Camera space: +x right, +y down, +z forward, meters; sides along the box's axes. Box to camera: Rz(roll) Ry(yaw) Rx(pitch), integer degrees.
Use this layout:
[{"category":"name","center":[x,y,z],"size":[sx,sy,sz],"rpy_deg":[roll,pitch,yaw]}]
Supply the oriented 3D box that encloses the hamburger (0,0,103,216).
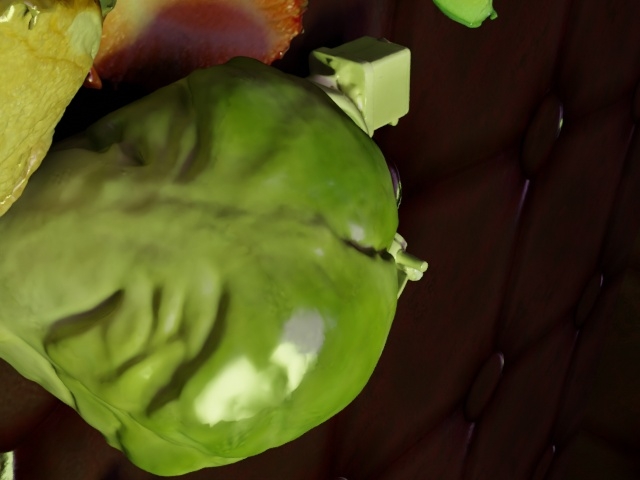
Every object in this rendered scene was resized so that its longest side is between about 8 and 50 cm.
[{"category":"hamburger","center":[-0.220,-0.076,0.438],"size":[0.286,0.146,0.243],"rpy_deg":[-50,-171,31]}]

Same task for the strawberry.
[{"category":"strawberry","center":[-0.110,-0.199,0.647],"size":[0.188,0.106,0.286],"rpy_deg":[-47,165,11]}]

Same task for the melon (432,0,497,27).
[{"category":"melon","center":[0.143,-0.381,0.882],"size":[0.196,0.124,0.324],"rpy_deg":[-26,136,-42]}]

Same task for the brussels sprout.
[{"category":"brussels sprout","center":[-0.088,0.028,0.639],"size":[0.316,0.242,0.274],"rpy_deg":[-25,103,-11]}]

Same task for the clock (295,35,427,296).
[{"category":"clock","center":[0.000,0.000,0.927],"size":[0.276,0.120,0.379],"rpy_deg":[-32,135,-34]}]
